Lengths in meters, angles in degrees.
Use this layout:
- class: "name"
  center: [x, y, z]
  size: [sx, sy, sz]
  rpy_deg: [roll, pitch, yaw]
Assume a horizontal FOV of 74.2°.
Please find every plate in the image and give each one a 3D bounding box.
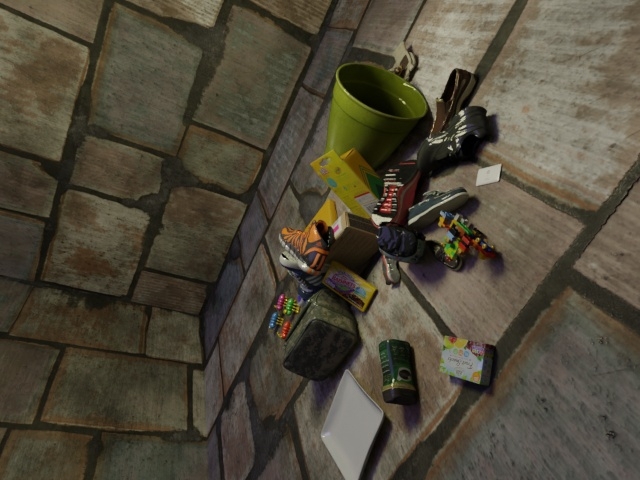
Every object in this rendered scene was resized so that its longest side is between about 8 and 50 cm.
- class: "plate"
  center: [0.111, 0.624, 1.425]
  size: [0.277, 0.045, 0.277]
  rpy_deg: [30, 101, 64]

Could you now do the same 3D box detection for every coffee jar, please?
- class: "coffee jar"
  center: [0.229, 0.396, 1.271]
  size: [0.079, 0.096, 0.184]
  rpy_deg: [-47, 34, 48]

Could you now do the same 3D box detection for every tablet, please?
- class: "tablet"
  center: [0.488, -0.190, 1.230]
  size: [0.083, 0.006, 0.054]
  rpy_deg: [-7, 68, 63]

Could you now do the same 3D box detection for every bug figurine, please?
- class: "bug figurine"
  center: [-0.194, 0.390, 2.177]
  size: [0.279, 0.072, 0.216]
  rpy_deg: [10, 83, 65]

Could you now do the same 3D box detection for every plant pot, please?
- class: "plant pot"
  center: [0.176, -0.448, 1.690]
  size: [0.353, 0.367, 0.366]
  rpy_deg: [116, 156, -44]

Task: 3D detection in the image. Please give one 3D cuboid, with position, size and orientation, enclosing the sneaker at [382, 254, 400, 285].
- class: "sneaker"
  center: [0.237, 0.088, 1.506]
  size: [0.065, 0.061, 0.157]
  rpy_deg: [128, 150, -49]

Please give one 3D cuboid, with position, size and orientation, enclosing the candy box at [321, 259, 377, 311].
- class: "candy box"
  center: [0.108, 0.171, 1.613]
  size: [0.206, 0.027, 0.105]
  rpy_deg: [33, 106, 25]

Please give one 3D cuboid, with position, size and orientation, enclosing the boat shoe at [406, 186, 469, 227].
- class: "boat shoe"
  center: [0.364, -0.115, 1.341]
  size: [0.254, 0.095, 0.079]
  rpy_deg: [137, 132, -61]

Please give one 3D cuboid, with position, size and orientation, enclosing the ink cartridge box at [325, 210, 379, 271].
- class: "ink cartridge box"
  center: [0.116, 0.009, 1.643]
  size: [0.234, 0.193, 0.088]
  rpy_deg: [-48, 35, 41]

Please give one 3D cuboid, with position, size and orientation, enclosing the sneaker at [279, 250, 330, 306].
- class: "sneaker"
  center: [-0.066, 0.181, 1.762]
  size: [0.130, 0.323, 0.236]
  rpy_deg: [41, 112, 45]

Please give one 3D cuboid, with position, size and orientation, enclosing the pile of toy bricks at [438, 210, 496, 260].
- class: "pile of toy bricks"
  center: [0.383, 0.008, 1.191]
  size: [0.212, 0.118, 0.105]
  rpy_deg: [-113, 39, -56]

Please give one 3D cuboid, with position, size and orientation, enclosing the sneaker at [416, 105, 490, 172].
- class: "sneaker"
  center: [0.414, -0.293, 1.345]
  size: [0.286, 0.109, 0.130]
  rpy_deg: [-45, 44, 50]

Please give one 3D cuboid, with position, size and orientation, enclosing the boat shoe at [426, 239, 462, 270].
- class: "boat shoe"
  center: [0.367, 0.042, 1.275]
  size: [0.056, 0.049, 0.152]
  rpy_deg: [-67, 25, 14]

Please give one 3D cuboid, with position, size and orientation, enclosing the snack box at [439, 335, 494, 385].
- class: "snack box"
  center: [0.376, 0.308, 1.096]
  size: [0.141, 0.037, 0.100]
  rpy_deg: [-9, 67, 63]

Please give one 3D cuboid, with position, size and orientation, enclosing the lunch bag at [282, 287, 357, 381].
- class: "lunch bag"
  center: [-0.008, 0.361, 1.673]
  size: [0.305, 0.213, 0.256]
  rpy_deg: [-59, 11, 24]

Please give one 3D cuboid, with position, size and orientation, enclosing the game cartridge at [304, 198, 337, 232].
- class: "game cartridge"
  center: [0.000, 0.000, 2.069]
  size: [0.285, 0.053, 0.323]
  rpy_deg: [-51, 30, 39]

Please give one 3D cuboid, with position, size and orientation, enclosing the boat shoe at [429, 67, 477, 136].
- class: "boat shoe"
  center: [0.422, -0.454, 1.433]
  size: [0.257, 0.095, 0.095]
  rpy_deg: [-67, 25, 11]

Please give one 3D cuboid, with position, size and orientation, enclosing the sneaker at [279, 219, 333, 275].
- class: "sneaker"
  center: [-0.043, -0.012, 1.635]
  size: [0.321, 0.125, 0.180]
  rpy_deg: [45, 112, 49]

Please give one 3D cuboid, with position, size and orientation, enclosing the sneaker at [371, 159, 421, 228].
- class: "sneaker"
  center: [0.279, -0.146, 1.503]
  size: [0.116, 0.136, 0.313]
  rpy_deg: [12, 65, 38]

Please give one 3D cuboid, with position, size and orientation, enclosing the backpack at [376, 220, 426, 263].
- class: "backpack"
  center: [0.264, 0.013, 1.358]
  size: [0.152, 0.182, 0.115]
  rpy_deg: [25, 95, 28]

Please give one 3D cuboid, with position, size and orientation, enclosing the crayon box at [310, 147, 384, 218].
- class: "crayon box"
  center: [0.127, -0.226, 1.636]
  size: [0.081, 0.318, 0.202]
  rpy_deg: [-51, 17, -23]

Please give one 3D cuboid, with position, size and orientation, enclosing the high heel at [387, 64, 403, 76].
- class: "high heel"
  center: [0.286, -0.601, 1.810]
  size: [0.261, 0.093, 0.186]
  rpy_deg: [-37, 72, 38]

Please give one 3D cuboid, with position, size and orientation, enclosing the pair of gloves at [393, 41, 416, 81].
- class: "pair of gloves"
  center: [0.333, -0.721, 1.859]
  size: [0.240, 0.042, 0.204]
  rpy_deg: [-56, 34, 42]
